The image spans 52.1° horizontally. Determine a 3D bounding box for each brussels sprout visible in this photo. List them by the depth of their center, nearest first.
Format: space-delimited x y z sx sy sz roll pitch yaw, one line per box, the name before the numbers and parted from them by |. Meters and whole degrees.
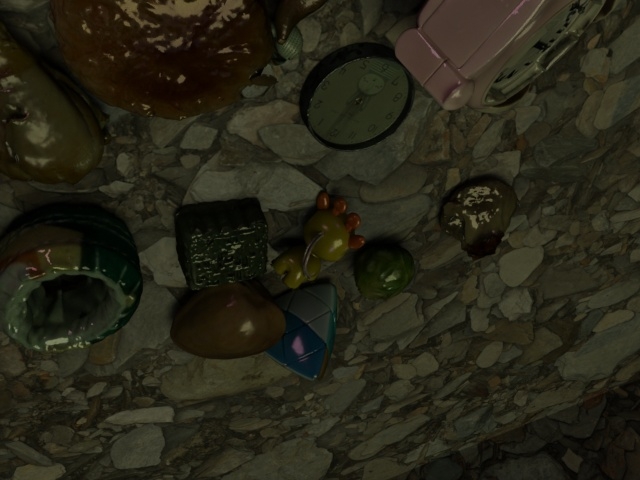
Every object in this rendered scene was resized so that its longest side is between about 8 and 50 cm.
brussels sprout | 0.148 0.076 1.538 0.155 0.117 0.155 -16 133 -18

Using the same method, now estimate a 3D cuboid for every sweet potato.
sweet potato | 0.002 -0.410 0.993 0.249 0.059 0.069 -54 154 17

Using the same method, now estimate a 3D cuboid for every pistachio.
pistachio | -0.209 0.189 1.468 0.261 0.163 0.212 -35 105 30

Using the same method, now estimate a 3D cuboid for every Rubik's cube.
Rubik's cube | -0.017 0.220 1.547 0.255 0.254 0.254 -13 139 -11

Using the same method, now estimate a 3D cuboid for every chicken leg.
chicken leg | -0.447 -0.246 0.920 0.201 0.152 0.429 -29 133 -12

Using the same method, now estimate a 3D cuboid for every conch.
conch | -0.068 -0.322 1.054 0.076 0.085 0.056 -40 -179 28

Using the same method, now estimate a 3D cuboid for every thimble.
thimble | -0.475 0.079 1.224 0.254 0.167 0.288 15 126 -34

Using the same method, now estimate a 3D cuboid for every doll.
doll | 0.000 0.000 1.390 0.135 0.143 0.221 -17 156 -53

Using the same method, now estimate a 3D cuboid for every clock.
clock | 0.313 -0.351 1.048 0.342 0.184 0.326 -41 162 34
clock | 0.069 -0.255 1.199 0.215 0.042 0.215 -13 139 -11

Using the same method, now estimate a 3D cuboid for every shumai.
shumai | 0.375 -0.041 1.512 0.201 0.120 0.201 -12 141 -10

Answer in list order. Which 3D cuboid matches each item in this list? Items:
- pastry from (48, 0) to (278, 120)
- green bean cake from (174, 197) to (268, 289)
pastry | -0.226 -0.307 0.938 0.330 0.136 0.329 -11 139 -10
green bean cake | -0.198 0.012 1.330 0.182 0.094 0.173 -9 137 -17
